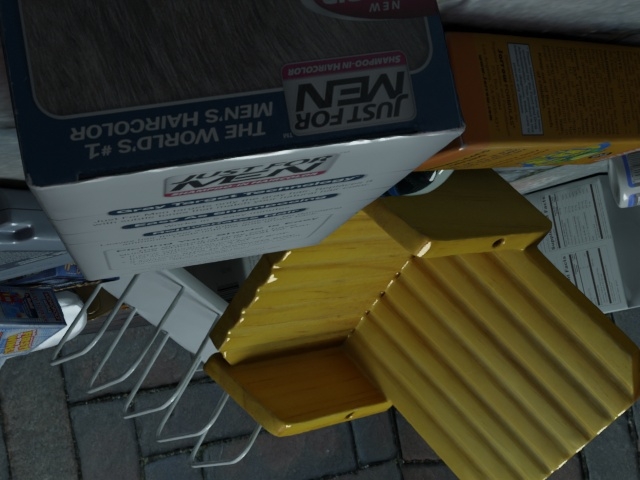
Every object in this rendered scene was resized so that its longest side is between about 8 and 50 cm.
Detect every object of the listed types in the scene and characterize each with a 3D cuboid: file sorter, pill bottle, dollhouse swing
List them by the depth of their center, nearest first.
[{"bbox_3d":[0.111,0.138,1.095,0.315,0.305,0.347,-5,143,-43],"label":"dollhouse swing"},{"bbox_3d":[0.419,-0.089,1.191,0.137,0.078,0.078,-11,174,8],"label":"pill bottle"},{"bbox_3d":[-0.211,0.170,1.397,0.278,0.173,0.193,40,148,-18],"label":"file sorter"}]

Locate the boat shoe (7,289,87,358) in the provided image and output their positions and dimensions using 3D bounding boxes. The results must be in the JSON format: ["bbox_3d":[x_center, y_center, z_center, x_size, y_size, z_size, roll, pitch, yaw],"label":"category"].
[{"bbox_3d":[-0.496,0.115,1.435,0.301,0.108,0.102,-15,-145,-23],"label":"boat shoe"}]

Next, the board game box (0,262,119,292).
[{"bbox_3d":[-0.403,0.051,1.263,0.243,0.042,0.165,-12,173,14],"label":"board game box"}]

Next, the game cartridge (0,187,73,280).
[{"bbox_3d":[-0.332,0.006,0.935,0.297,0.062,0.198,-13,178,25],"label":"game cartridge"}]

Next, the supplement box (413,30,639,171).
[{"bbox_3d":[0.144,-0.093,0.691,0.233,0.080,0.078,-8,176,-40],"label":"supplement box"}]

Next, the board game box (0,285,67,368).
[{"bbox_3d":[-0.408,0.117,1.163,0.194,0.060,0.194,-5,145,-40],"label":"board game box"}]

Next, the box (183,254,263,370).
[{"bbox_3d":[-0.126,0.108,1.610,0.119,0.181,0.182,-4,172,-45],"label":"box"}]

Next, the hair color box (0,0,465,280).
[{"bbox_3d":[-0.062,-0.056,0.545,0.174,0.105,0.347,-9,174,-11],"label":"hair color box"}]

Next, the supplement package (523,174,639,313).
[{"bbox_3d":[0.469,0.007,1.577,0.262,0.204,0.145,-5,173,-43],"label":"supplement package"}]

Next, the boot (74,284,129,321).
[{"bbox_3d":[-0.354,0.091,1.607,0.197,0.073,0.152,-7,178,-11],"label":"boot"}]

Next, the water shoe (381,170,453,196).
[{"bbox_3d":[0.034,-0.064,0.791,0.080,0.073,0.203,-4,171,-29],"label":"water shoe"}]
